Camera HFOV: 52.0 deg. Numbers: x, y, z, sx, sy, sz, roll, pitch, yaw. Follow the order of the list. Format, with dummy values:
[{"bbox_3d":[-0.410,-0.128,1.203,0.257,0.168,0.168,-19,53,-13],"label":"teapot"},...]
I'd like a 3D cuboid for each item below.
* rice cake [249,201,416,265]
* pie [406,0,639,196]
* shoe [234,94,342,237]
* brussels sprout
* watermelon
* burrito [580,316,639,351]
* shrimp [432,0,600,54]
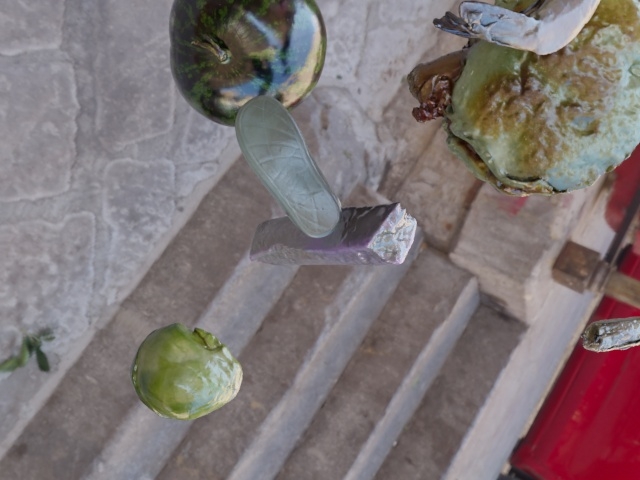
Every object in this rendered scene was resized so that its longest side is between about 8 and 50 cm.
[{"bbox_3d":[0.000,0.000,0.931,0.064,0.399,0.070,28,74,-26],"label":"rice cake"},{"bbox_3d":[0.272,-0.185,0.793,0.274,0.257,0.105,-43,174,13],"label":"pie"},{"bbox_3d":[-0.042,-0.088,0.841,0.079,0.195,0.078,-34,179,-8],"label":"shoe"},{"bbox_3d":[-0.228,0.230,1.098,0.131,0.183,0.145,-47,-168,49],"label":"brussels sprout"},{"bbox_3d":[-0.117,-0.312,1.052,0.269,0.269,0.268,-41,145,-36],"label":"watermelon"},{"bbox_3d":[0.546,0.168,1.179,0.189,0.045,0.058,-3,84,-20],"label":"burrito"},{"bbox_3d":[0.107,-0.214,0.436,0.219,0.046,0.152,31,82,-23],"label":"shrimp"}]
